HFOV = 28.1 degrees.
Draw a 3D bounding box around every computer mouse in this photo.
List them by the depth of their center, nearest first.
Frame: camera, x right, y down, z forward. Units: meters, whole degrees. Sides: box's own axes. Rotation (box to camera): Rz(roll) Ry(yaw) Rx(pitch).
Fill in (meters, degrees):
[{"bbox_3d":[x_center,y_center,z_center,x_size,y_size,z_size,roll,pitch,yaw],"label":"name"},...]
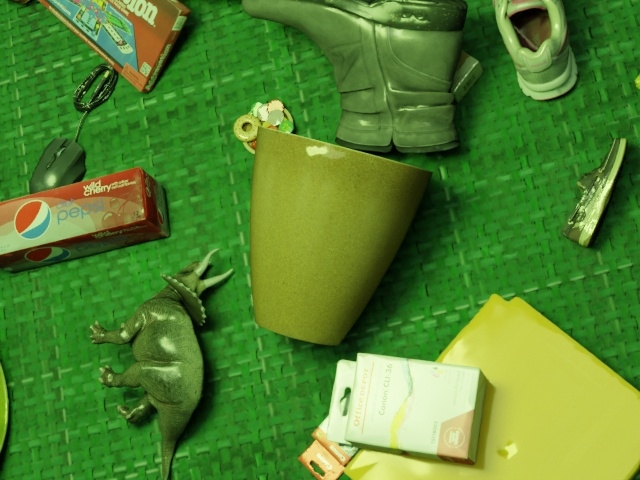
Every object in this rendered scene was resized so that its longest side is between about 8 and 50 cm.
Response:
[{"bbox_3d":[-0.372,-0.160,1.921,0.071,0.041,0.242,18,80,21],"label":"computer mouse"}]

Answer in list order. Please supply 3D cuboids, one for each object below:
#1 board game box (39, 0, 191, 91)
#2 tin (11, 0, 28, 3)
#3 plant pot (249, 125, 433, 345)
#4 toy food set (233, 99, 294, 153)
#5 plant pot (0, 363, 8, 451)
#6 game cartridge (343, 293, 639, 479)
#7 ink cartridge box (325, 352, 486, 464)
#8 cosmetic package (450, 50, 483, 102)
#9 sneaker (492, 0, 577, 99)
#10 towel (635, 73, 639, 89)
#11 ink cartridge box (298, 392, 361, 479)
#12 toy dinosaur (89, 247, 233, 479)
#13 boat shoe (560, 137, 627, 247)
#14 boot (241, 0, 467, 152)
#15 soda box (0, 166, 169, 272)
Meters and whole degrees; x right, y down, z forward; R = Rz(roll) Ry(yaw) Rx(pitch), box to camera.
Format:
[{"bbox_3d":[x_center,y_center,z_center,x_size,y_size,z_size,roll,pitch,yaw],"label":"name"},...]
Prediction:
[{"bbox_3d":[-0.325,-0.363,1.940,0.281,0.027,0.145,41,115,23],"label":"board game box"},{"bbox_3d":[-0.483,-0.464,2.019,0.106,0.040,0.190,-33,62,45],"label":"tin"},{"bbox_3d":[0.000,0.000,1.680,0.237,0.237,0.254,16,93,20],"label":"plant pot"},{"bbox_3d":[-0.078,-0.162,1.843,0.082,0.020,0.083,-43,67,2],"label":"toy food set"},{"bbox_3d":[-0.642,0.242,1.790,0.293,0.274,0.275,-12,71,30],"label":"plant pot"},{"bbox_3d":[0.236,0.264,1.617,0.285,0.053,0.324,40,87,23],"label":"game cartridge"},{"bbox_3d":[0.100,0.208,1.608,0.198,0.067,0.115,5,75,18],"label":"ink cartridge box"},{"bbox_3d":[0.163,-0.250,1.784,0.115,0.041,0.060,37,88,22],"label":"cosmetic package"},{"bbox_3d":[0.284,-0.323,1.730,0.103,0.111,0.252,-18,70,11],"label":"sneaker"},{"bbox_3d":[0.526,-0.272,1.694,0.102,0.021,0.237,37,87,17],"label":"towel"},{"bbox_3d":[0.025,0.264,1.687,0.063,0.029,0.115,42,89,22],"label":"ink cartridge box"},{"bbox_3d":[-0.216,0.164,1.741,0.160,0.121,0.314,-14,67,27],"label":"toy dinosaur"},{"bbox_3d":[0.357,-0.068,1.666,0.049,0.056,0.152,21,82,16],"label":"boat shoe"},{"bbox_3d":[0.033,-0.234,1.749,0.338,0.118,0.223,14,111,25],"label":"boot"},{"bbox_3d":[-0.357,-0.027,1.851,0.263,0.092,0.083,-13,70,13],"label":"soda box"}]
